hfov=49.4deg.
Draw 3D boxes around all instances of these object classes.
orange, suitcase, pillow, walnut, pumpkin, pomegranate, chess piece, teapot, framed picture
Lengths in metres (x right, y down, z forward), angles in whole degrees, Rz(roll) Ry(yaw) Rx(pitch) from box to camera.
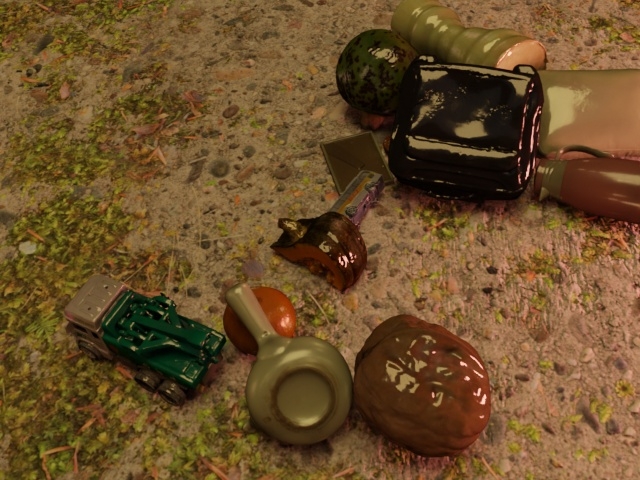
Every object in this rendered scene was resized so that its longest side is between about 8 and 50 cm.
[{"bbox_3d":[-0.129,0.172,1.477,0.156,0.124,0.156,3,38,-2],"label":"orange"},{"bbox_3d":[0.350,-0.260,1.686,0.345,0.188,0.339,10,90,11],"label":"suitcase"},{"bbox_3d":[0.699,-0.329,1.784,0.322,0.120,0.255,0,73,1],"label":"pillow"},{"bbox_3d":[0.190,0.270,1.291,0.273,0.273,0.227,26,91,24],"label":"walnut"},{"bbox_3d":[-0.004,-0.004,1.607,0.248,0.126,0.131,26,56,25],"label":"pumpkin"},{"bbox_3d":[0.160,-0.435,1.891,0.254,0.271,0.254,14,19,-5],"label":"pomegranate"},{"bbox_3d":[0.397,-0.540,1.964,0.234,0.234,0.442,-30,49,-18],"label":"chess piece"},{"bbox_3d":[-0.057,0.231,1.340,0.219,0.149,0.318,-8,93,-8],"label":"teapot"},{"bbox_3d":[0.095,-0.206,1.836,0.150,0.015,0.203,-15,51,-6],"label":"framed picture"}]

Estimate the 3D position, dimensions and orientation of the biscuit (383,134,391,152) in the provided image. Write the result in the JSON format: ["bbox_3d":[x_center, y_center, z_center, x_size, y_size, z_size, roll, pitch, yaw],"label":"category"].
[{"bbox_3d":[0.269,-0.256,1.849,0.205,0.031,0.138,-2,50,4],"label":"biscuit"}]

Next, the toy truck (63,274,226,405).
[{"bbox_3d":[-0.359,0.194,1.450,0.363,0.178,0.176,18,55,23],"label":"toy truck"}]

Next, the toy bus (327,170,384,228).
[{"bbox_3d":[0.084,-0.090,1.707,0.075,0.064,0.190,22,61,29],"label":"toy bus"}]

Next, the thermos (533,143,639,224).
[{"bbox_3d":[0.647,-0.143,1.651,0.265,0.146,0.176,15,64,26],"label":"thermos"}]
